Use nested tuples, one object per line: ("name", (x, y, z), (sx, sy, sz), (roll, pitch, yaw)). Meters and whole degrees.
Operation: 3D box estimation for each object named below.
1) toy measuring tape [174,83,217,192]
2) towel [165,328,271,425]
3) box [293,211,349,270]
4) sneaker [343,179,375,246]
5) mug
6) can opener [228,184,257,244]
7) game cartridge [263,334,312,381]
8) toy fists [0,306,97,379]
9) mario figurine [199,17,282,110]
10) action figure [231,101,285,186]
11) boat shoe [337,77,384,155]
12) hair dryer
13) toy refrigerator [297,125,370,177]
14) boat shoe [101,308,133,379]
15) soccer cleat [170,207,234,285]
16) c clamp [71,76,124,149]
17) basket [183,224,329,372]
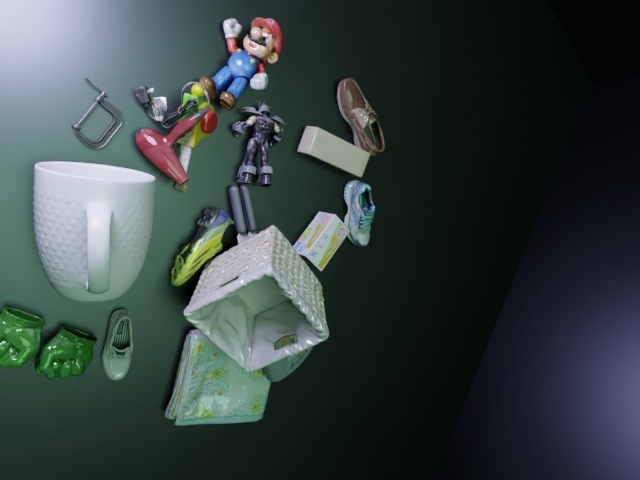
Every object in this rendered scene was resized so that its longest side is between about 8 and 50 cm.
("toy measuring tape", (-0.390, -0.317, 1.312), (0.121, 0.121, 0.331), (-2, 117, -35))
("towel", (-0.335, 0.488, 1.508), (0.374, 0.090, 0.321), (14, 92, -37))
("box", (0.000, 0.000, 1.631), (0.103, 0.114, 0.203), (46, 71, -33))
("sneaker", (0.166, -0.102, 1.722), (0.110, 0.122, 0.283), (-19, 110, -30))
("mug", (-0.569, -0.007, 1.070), (0.275, 0.374, 0.329), (2, 105, -31))
("can opener", (-0.265, -0.050, 1.460), (0.074, 0.093, 0.281), (-14, 99, -30))
("game cartridge", (-0.114, 0.385, 1.605), (0.297, 0.062, 0.198), (-38, 117, -48))
("toy fists", (-0.772, 0.298, 1.156), (0.279, 0.096, 0.142), (34, 80, -36))
("mario figurine", (-0.239, -0.578, 1.314), (0.198, 0.170, 0.321), (41, 77, -32))
("action figure", (-0.213, -0.331, 1.430), (0.185, 0.099, 0.286), (7, 91, -29))
("boat shoe", (0.172, -0.483, 1.653), (0.123, 0.116, 0.325), (-41, 120, -22))
("hair dryer", (-0.432, -0.303, 1.220), (0.080, 0.223, 0.294), (-55, 148, -67))
("toy refrigerator", (0.052, -0.338, 1.616), (0.269, 0.094, 0.102), (16, 97, -36))
("boat shoe", (-0.617, 0.327, 1.282), (0.083, 0.075, 0.227), (-3, 101, -35))
("soccer cleat", (-0.382, 0.031, 1.381), (0.121, 0.093, 0.289), (38, 78, -40))
("c clamp", (-0.631, -0.343, 1.176), (0.137, 0.022, 0.161), (35, 77, -40))
("basket", (-0.186, 0.189, 1.354), (0.328, 0.267, 0.331), (-27, 119, 17))
